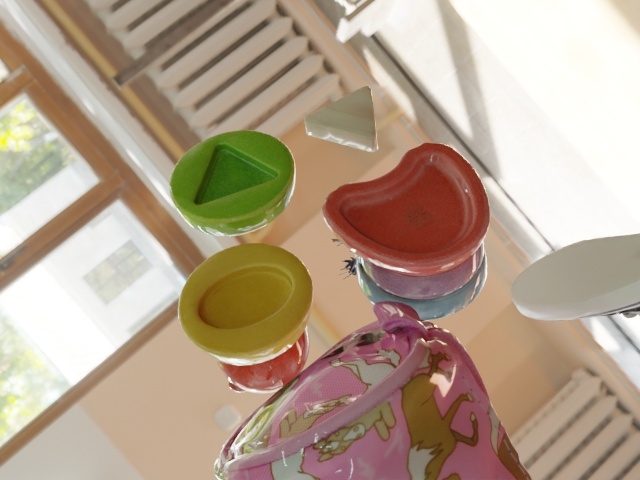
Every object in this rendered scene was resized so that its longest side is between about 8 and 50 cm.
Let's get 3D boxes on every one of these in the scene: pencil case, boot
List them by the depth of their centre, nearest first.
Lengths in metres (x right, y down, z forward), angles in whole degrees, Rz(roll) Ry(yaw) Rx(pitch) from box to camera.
[{"bbox_3d":[0.099,0.229,0.438,0.386,0.167,0.160,54,146,-2],"label":"pencil case"},{"bbox_3d":[0.236,0.039,0.505,0.190,0.069,0.086,-19,122,35],"label":"boot"}]

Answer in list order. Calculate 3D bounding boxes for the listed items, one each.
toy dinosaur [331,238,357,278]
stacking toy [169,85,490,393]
[{"bbox_3d":[0.050,0.024,0.844,0.090,0.047,0.082,5,176,24],"label":"toy dinosaur"},{"bbox_3d":[0.000,0.000,0.746,0.130,0.309,0.279,78,168,-49],"label":"stacking toy"}]
